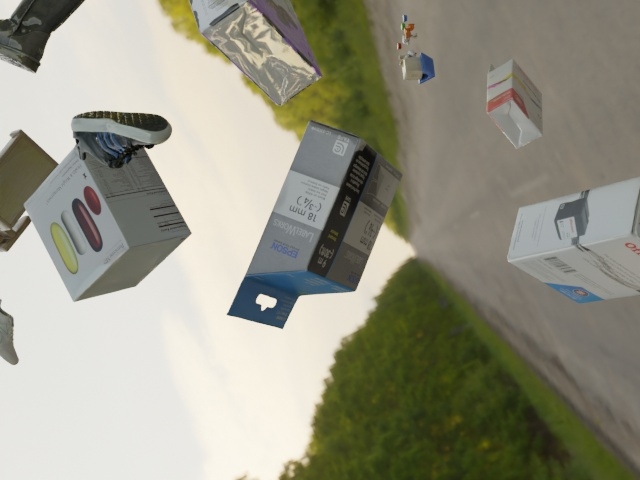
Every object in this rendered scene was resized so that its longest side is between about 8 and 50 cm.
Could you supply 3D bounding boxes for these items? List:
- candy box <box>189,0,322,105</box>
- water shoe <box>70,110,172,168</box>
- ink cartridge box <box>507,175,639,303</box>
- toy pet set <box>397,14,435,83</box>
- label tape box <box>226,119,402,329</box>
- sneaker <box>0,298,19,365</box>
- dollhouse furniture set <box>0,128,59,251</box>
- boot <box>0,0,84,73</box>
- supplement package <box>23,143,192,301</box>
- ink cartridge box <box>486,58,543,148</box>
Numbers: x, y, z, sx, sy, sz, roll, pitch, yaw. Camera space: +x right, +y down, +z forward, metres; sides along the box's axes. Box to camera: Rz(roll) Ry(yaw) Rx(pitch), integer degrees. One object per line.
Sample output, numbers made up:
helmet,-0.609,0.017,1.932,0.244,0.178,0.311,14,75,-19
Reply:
candy box,-0.092,-0.285,1.227,0.165,0.070,0.196,38,-154,-51
water shoe,-0.291,-0.148,1.528,0.203,0.073,0.080,13,116,40
ink cartridge box,0.551,0.007,1.952,0.223,0.307,0.129,29,-115,-28
toy pet set,0.206,-0.400,2.164,0.122,0.065,0.114,95,170,-70
label tape box,0.000,0.000,1.680,0.106,0.333,0.240,22,178,23
sneaker,-0.665,0.189,2.139,0.152,0.061,0.054,63,170,-6
dollhouse furniture set,-0.634,-0.106,1.967,0.242,0.161,0.212,-4,138,49
boot,-0.482,-0.393,1.690,0.190,0.208,0.076,25,174,13
supplement package,-0.370,-0.036,1.765,0.149,0.194,0.203,-15,-110,-51
ink cartridge box,0.410,-0.300,2.153,0.115,0.067,0.198,44,-146,-25
